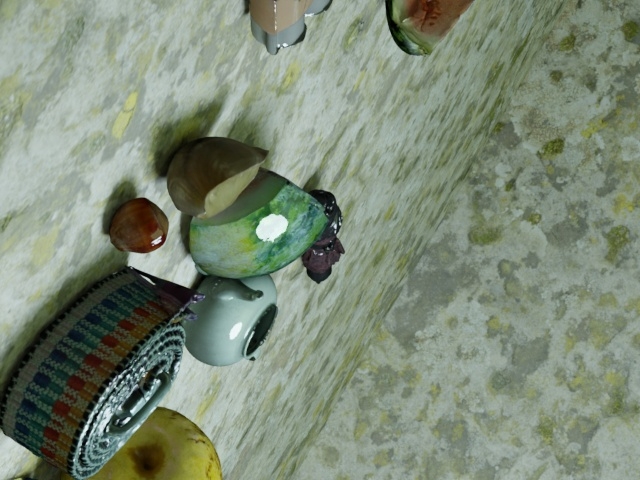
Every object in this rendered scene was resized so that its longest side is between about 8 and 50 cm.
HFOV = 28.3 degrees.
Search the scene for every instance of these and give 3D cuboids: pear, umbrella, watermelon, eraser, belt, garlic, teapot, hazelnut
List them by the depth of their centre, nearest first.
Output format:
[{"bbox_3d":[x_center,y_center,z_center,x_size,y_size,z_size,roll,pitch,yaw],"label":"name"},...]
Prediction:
[{"bbox_3d":[-0.034,-0.399,1.659,0.171,0.087,0.290,-52,162,-29],"label":"eraser"},{"bbox_3d":[-0.242,-0.016,1.692,0.086,0.086,0.086,-55,164,-24],"label":"hazelnut"},{"bbox_3d":[-0.288,0.188,1.733,0.295,0.160,0.207,-47,159,-44],"label":"belt"},{"bbox_3d":[-0.156,-0.093,1.780,0.195,0.101,0.087,-40,150,-57],"label":"garlic"},{"bbox_3d":[-0.279,0.390,1.970,0.271,0.271,0.271,-55,164,-24],"label":"pear"},{"bbox_3d":[-0.102,-0.032,2.036,0.224,0.180,0.305,-17,168,3],"label":"watermelon"},{"bbox_3d":[-0.147,0.128,2.166,0.193,0.129,0.294,-54,164,-24],"label":"teapot"},{"bbox_3d":[0.189,-0.478,2.220,0.303,0.159,0.128,-55,135,-16],"label":"watermelon"},{"bbox_3d":[0.000,0.000,2.517,0.090,0.094,0.326,-41,159,-18],"label":"umbrella"}]

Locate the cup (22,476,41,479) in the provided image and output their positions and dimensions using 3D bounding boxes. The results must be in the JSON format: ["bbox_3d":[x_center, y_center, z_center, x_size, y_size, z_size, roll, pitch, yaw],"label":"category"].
[{"bbox_3d":[-0.430,0.433,1.817,0.176,0.131,0.155,-83,-168,-49],"label":"cup"}]
